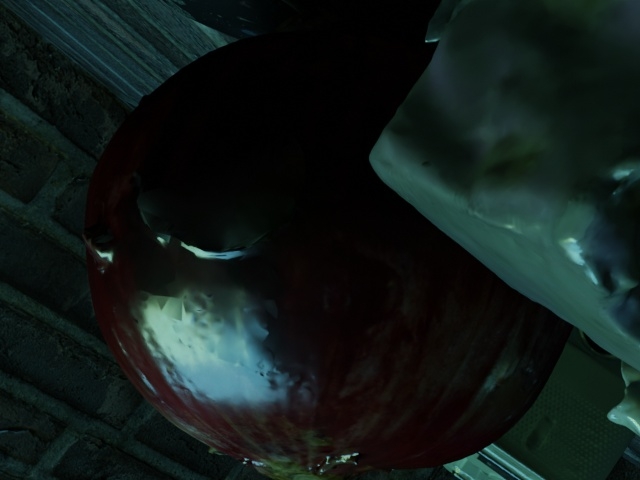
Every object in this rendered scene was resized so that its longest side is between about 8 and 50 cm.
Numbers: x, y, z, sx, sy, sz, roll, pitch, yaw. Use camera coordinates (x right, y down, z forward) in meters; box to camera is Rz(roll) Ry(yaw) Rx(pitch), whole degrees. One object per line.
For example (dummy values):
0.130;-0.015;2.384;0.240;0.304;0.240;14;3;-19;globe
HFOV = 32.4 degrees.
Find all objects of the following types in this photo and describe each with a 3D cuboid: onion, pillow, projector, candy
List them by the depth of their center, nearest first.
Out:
0.137;-0.032;0.522;0.185;0.137;0.195;39;177;-33;candy
-0.004;0.007;0.741;0.341;0.341;0.341;36;175;3;onion
-0.076;-0.199;0.884;0.141;0.055;0.208;31;178;-21;pillow
0.243;0.153;1.105;0.163;0.242;0.177;36;159;13;projector

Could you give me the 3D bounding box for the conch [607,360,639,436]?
0.359;0.172;0.866;0.275;0.182;0.149;36;142;-28;conch
